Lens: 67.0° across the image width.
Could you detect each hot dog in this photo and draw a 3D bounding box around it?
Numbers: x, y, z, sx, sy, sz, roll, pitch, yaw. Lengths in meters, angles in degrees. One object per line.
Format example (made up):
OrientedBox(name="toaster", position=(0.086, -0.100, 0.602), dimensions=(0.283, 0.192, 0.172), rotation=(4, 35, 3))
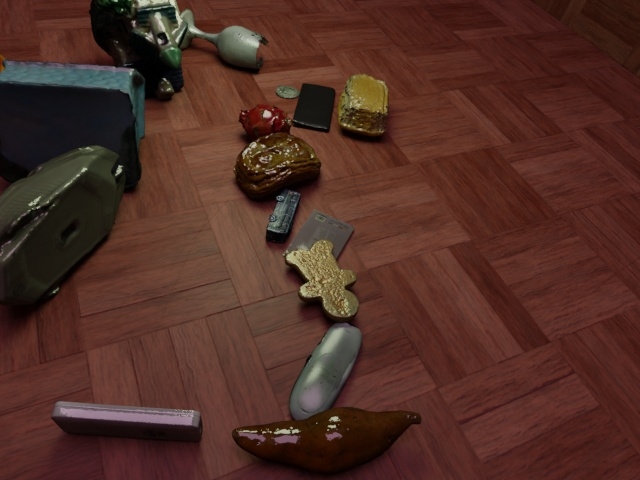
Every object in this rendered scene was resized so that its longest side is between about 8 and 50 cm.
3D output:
OrientedBox(name="hot dog", position=(-0.111, -0.222, 1.366), dimensions=(0.259, 0.114, 0.175), rotation=(-26, 56, -28))

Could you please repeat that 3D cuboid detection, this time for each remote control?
OrientedBox(name="remote control", position=(0.014, 0.268, 1.017), dimensions=(0.097, 0.045, 0.256), rotation=(24, 48, 10))
OrientedBox(name="remote control", position=(-0.340, 0.327, 0.867), dimensions=(0.250, 0.103, 0.034), rotation=(6, 52, -4))

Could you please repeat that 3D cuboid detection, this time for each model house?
OrientedBox(name="model house", position=(-0.535, -0.594, 1.496), dimensions=(0.243, 0.298, 0.284), rotation=(-26, 95, -26))
OrientedBox(name="model house", position=(-0.654, -0.343, 1.282), dimensions=(0.360, 0.297, 0.339), rotation=(-2, 43, -12))

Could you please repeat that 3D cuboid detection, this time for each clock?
OrientedBox(name="clock", position=(-0.114, -0.519, 1.687), dimensions=(0.083, 0.010, 0.074), rotation=(9, 49, -4))

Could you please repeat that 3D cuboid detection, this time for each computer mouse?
OrientedBox(name="computer mouse", position=(-0.596, -0.046, 1.061), dimensions=(0.145, 0.228, 0.429), rotation=(17, 49, 13))

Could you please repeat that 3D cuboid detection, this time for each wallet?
OrientedBox(name="wallet", position=(-0.018, -0.458, 1.643), dimensions=(0.124, 0.025, 0.244), rotation=(10, 49, -2))

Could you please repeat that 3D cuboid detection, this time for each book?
OrientedBox(name="book", position=(0.000, 0.000, 1.263), dimensions=(0.127, 0.014, 0.182), rotation=(24, 50, 10))

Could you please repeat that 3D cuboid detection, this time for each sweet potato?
OrientedBox(name="sweet potato", position=(0.023, 0.369, 0.892), dimensions=(0.359, 0.112, 0.112), rotation=(-7, 52, -13))

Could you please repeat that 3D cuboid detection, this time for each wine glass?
OrientedBox(name="wine glass", position=(-0.351, -0.710, 1.725), dimensions=(0.321, 0.143, 0.143), rotation=(21, 50, 4))

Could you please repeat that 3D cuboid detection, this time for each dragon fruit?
OrientedBox(name="dragon fruit", position=(-0.170, -0.346, 1.460), dimensions=(0.165, 0.133, 0.136), rotation=(16, 7, 2))

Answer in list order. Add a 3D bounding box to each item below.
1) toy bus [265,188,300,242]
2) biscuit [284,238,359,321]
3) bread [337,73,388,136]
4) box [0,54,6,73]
OrientedBox(name="toy bus", position=(-0.099, -0.067, 1.282), dimensions=(0.065, 0.047, 0.166), rotation=(17, 49, -1))
OrientedBox(name="biscuit", position=(0.011, 0.098, 1.148), dimensions=(0.153, 0.030, 0.234), rotation=(-20, 54, -22))
OrientedBox(name="bread", position=(0.147, -0.450, 1.602), dimensions=(0.174, 0.121, 0.246), rotation=(14, 44, -9))
OrientedBox(name="box", position=(-1.012, -0.432, 1.218), dimensions=(0.259, 0.283, 0.214), rotation=(-31, 52, 9))
